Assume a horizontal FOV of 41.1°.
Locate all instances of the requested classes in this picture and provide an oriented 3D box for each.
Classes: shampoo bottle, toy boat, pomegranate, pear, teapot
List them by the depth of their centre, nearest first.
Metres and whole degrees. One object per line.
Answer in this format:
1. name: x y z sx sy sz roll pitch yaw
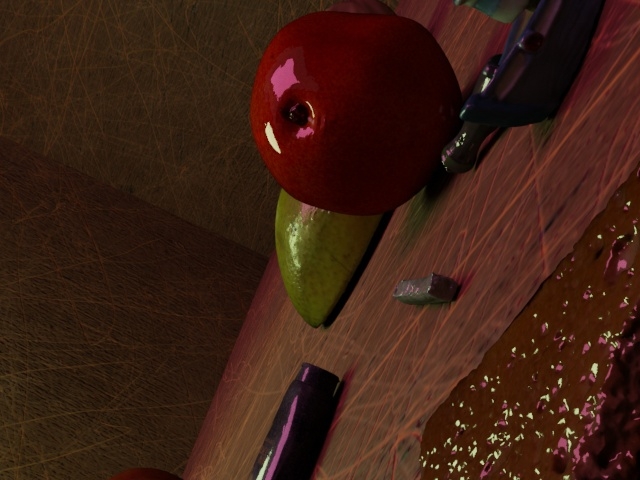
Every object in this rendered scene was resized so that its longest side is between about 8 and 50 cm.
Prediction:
1. toy boat: 0.140 -0.170 0.627 0.088 0.102 0.215 119 173 -62
2. teapot: 0.134 -0.102 0.710 0.110 0.043 0.042 117 175 -50
3. shampoo bottle: -0.045 0.239 0.867 0.233 0.049 0.087 -66 7 -12
4. pomegranate: 0.047 -0.138 0.902 0.257 0.221 0.221 -33 -21 -45
5. pear: -0.004 -0.001 1.208 0.288 0.139 0.239 -92 19 -82

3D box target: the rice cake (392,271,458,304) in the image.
1. rice cake: 0.081 0.039 0.674 0.121 0.022 0.021 142 153 -80

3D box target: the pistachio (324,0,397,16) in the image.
1. pistachio: 0.058 -0.284 1.535 0.226 0.208 0.331 43 -134 -50

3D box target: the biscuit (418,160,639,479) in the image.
1. biscuit: 0.098 0.067 0.358 0.131 0.026 0.236 -74 11 -50

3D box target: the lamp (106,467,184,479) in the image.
1. lamp: -0.187 0.363 0.939 0.223 0.197 0.223 169 90 -68
